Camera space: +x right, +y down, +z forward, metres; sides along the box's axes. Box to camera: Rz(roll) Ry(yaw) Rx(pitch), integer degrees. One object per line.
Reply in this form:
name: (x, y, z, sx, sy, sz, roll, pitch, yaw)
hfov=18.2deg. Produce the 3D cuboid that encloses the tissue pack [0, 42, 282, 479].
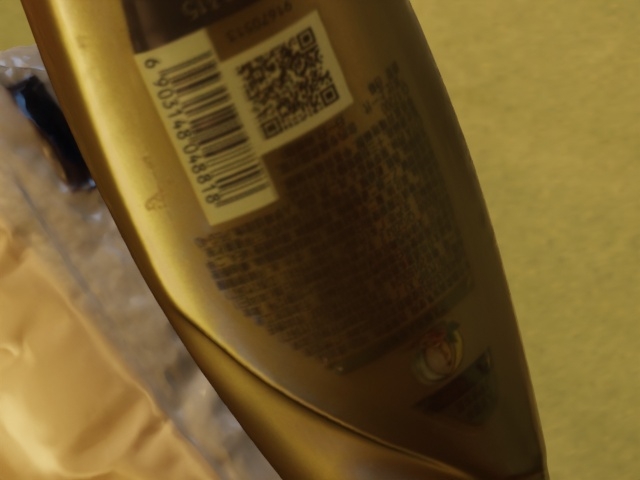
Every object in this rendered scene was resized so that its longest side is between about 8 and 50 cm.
tissue pack: (-0.144, 0.119, 0.981, 0.390, 0.195, 0.375, 51, 127, 4)

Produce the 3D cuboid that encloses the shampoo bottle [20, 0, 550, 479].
shampoo bottle: (0.000, 0.000, 0.731, 0.084, 0.125, 0.350, 43, 162, 57)
